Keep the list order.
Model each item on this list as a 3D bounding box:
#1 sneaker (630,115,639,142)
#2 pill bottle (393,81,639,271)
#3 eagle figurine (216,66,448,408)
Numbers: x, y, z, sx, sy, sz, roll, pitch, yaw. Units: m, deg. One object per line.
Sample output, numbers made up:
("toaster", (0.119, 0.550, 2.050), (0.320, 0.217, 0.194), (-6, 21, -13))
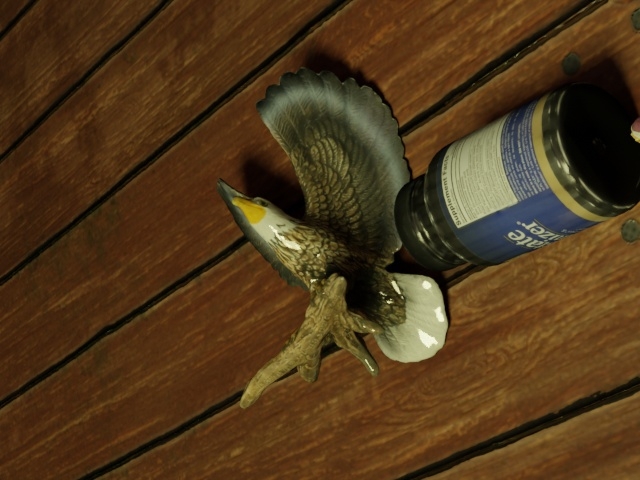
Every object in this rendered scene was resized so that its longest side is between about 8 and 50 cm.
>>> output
("sneaker", (0.337, -0.104, 1.123), (0.185, 0.069, 0.084), (9, 88, 42))
("pill bottle", (0.172, -0.048, 1.260), (0.219, 0.122, 0.123), (-27, 70, 46))
("eagle figurine", (-0.006, -0.007, 1.449), (0.226, 0.225, 0.298), (-15, 38, 8))
